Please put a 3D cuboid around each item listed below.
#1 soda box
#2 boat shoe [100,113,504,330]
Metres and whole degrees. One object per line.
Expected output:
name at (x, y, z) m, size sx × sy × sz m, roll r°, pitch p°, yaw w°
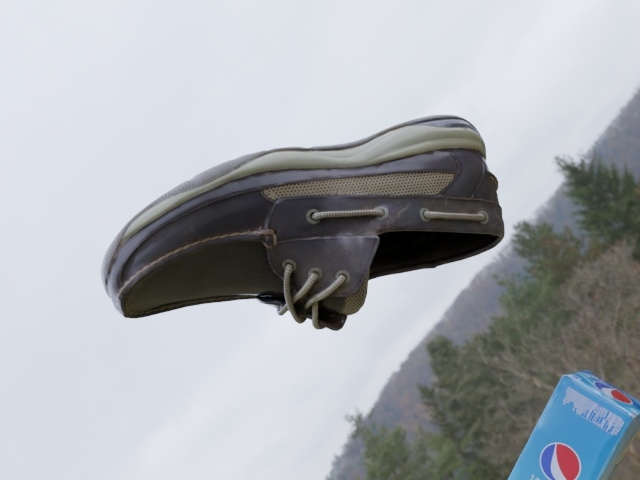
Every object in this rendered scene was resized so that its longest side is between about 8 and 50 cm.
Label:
soda box at (0.210, 0.224, 0.654) m, size 0.071 × 0.067 × 0.210 m, roll 6°, pitch -68°, yaw -54°
boat shoe at (0.000, 0.000, 0.607) m, size 0.355 × 0.130 × 0.132 m, roll -19°, pitch -25°, yaw -12°
